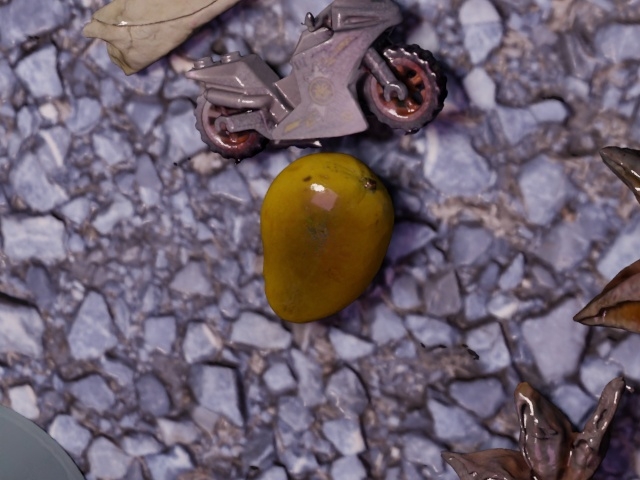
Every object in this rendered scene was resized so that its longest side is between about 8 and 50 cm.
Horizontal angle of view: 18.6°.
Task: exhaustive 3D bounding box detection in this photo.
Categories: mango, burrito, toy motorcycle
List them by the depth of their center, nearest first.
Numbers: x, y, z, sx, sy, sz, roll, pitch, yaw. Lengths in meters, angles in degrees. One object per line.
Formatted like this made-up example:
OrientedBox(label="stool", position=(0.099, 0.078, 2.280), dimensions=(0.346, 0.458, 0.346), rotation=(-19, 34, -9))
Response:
OrientedBox(label="toy motorcycle", position=(-0.011, -0.128, 1.487), dimensions=(0.215, 0.080, 0.122), rotation=(-8, 104, 28))
OrientedBox(label="burrito", position=(-0.080, -0.219, 1.492), dimensions=(0.275, 0.059, 0.082), rotation=(-35, 117, 28))
OrientedBox(label="mango", position=(0.000, 0.000, 1.522), dimensions=(0.103, 0.076, 0.161), rotation=(17, 128, -2))

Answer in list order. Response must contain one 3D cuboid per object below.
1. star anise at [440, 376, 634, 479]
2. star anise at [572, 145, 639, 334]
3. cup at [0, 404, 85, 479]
OrientedBox(label="star anise", position=(0.179, 0.211, 1.534), dimensions=(0.172, 0.063, 0.208), rotation=(-8, 104, 25))
OrientedBox(label="star anise", position=(0.338, 0.022, 1.378), dimensions=(0.332, 0.117, 0.331), rotation=(3, 103, 14))
OrientedBox(label="cup", position=(-0.385, 0.330, 1.658), dimensions=(0.257, 0.311, 0.331), rotation=(41, 117, 5))
